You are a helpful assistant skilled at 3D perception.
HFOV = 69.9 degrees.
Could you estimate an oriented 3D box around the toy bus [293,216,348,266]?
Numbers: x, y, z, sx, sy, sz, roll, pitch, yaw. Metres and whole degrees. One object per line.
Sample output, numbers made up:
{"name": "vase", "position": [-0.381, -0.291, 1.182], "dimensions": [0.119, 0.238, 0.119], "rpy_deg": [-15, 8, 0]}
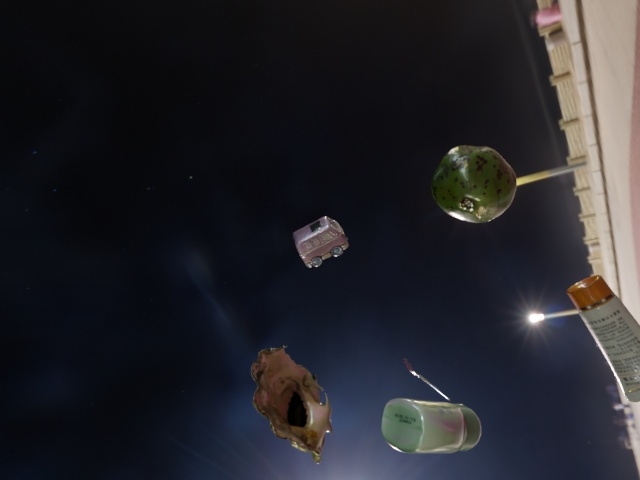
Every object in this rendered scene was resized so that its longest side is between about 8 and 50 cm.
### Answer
{"name": "toy bus", "position": [0.000, 0.000, 1.888], "dimensions": [0.142, 0.203, 0.142], "rpy_deg": [60, -176, -29]}

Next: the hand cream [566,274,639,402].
{"name": "hand cream", "position": [0.711, 0.233, 1.075], "dimensions": [0.089, 0.140, 0.314], "rpy_deg": [-22, -99, -41]}

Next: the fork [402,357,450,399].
{"name": "fork", "position": [0.194, 0.257, 0.843], "dimensions": [0.115, 0.016, 0.012], "rpy_deg": [42, -103, -2]}

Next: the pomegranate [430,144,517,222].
{"name": "pomegranate", "position": [0.476, -0.182, 1.422], "dimensions": [0.254, 0.255, 0.270], "rpy_deg": [63, -147, -21]}

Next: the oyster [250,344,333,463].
{"name": "oyster", "position": [-0.052, 0.260, 0.739], "dimensions": [0.209, 0.072, 0.132], "rpy_deg": [42, -137, -33]}

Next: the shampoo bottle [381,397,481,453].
{"name": "shampoo bottle", "position": [0.367, 0.583, 1.440], "dimensions": [0.350, 0.222, 0.151], "rpy_deg": [19, -107, -37]}
